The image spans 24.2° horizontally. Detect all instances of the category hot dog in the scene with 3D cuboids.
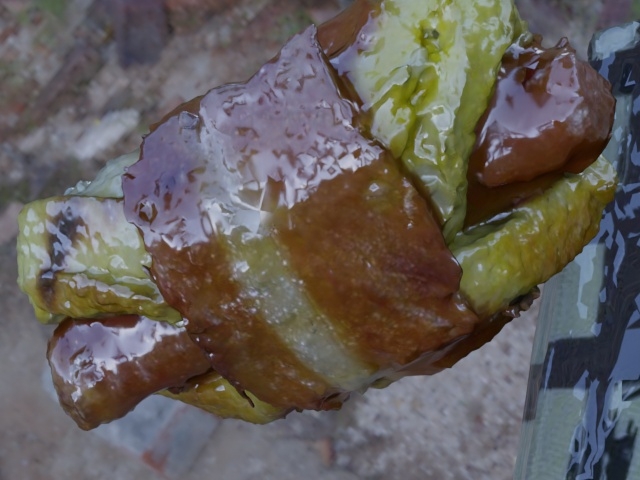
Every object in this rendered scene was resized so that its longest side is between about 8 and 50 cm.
[{"bbox_3d":[0.000,0.000,0.497,0.213,0.146,0.103,-35,48,15],"label":"hot dog"}]

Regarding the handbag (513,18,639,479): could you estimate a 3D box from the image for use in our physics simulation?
[{"bbox_3d":[0.233,0.102,0.664,0.162,0.327,0.325,-4,70,46],"label":"handbag"}]
